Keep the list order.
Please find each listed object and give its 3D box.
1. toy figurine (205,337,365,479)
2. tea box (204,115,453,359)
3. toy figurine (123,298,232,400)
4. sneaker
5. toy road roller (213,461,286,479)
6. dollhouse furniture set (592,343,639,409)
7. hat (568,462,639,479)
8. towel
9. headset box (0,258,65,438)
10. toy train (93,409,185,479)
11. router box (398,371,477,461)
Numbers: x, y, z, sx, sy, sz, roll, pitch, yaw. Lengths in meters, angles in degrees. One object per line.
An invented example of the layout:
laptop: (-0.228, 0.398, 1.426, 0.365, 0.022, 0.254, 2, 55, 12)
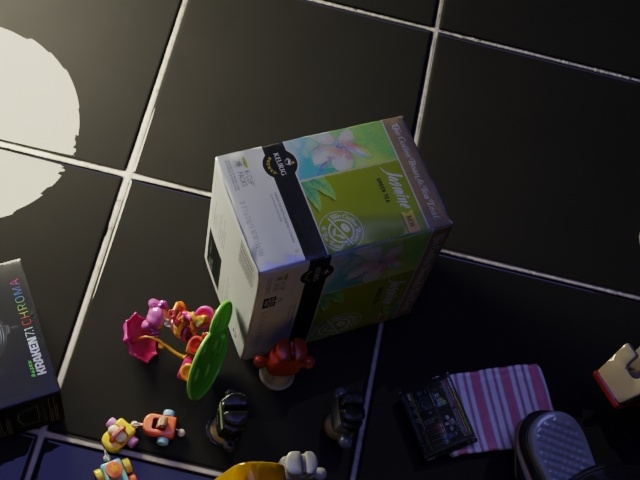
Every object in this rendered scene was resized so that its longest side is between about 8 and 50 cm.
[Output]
toy figurine: (-0.053, 0.285, 1.854, 0.209, 0.148, 0.213, 39, 60, 6)
tea box: (0.000, 0.000, 1.904, 0.324, 0.329, 0.220, -15, 65, -16)
toy figurine: (-0.243, 0.152, 1.898, 0.159, 0.130, 0.173, 21, 101, 15)
sneaker: (0.400, 0.423, 1.869, 0.126, 0.127, 0.321, -16, 89, -11)
toy road roller: (-0.189, 0.446, 1.637, 0.241, 0.329, 0.202, 10, 59, -29)
dollhouse furniture set: (0.545, 0.279, 1.829, 0.374, 0.152, 0.201, 4, 49, -55)
hat: (0.473, 0.471, 1.698, 0.331, 0.134, 0.331, 1, 63, -2)
towel: (0.295, 0.287, 1.972, 0.197, 0.029, 0.144, -6, 62, -9)
headset box: (-0.571, 0.192, 1.820, 0.283, 0.131, 0.246, -15, 65, -16)
toy train: (-0.288, 0.333, 1.838, 0.125, 0.046, 0.166, 15, 60, -1)
router box: (0.194, 0.291, 1.926, 0.092, 0.038, 0.122, -23, 64, 3)
